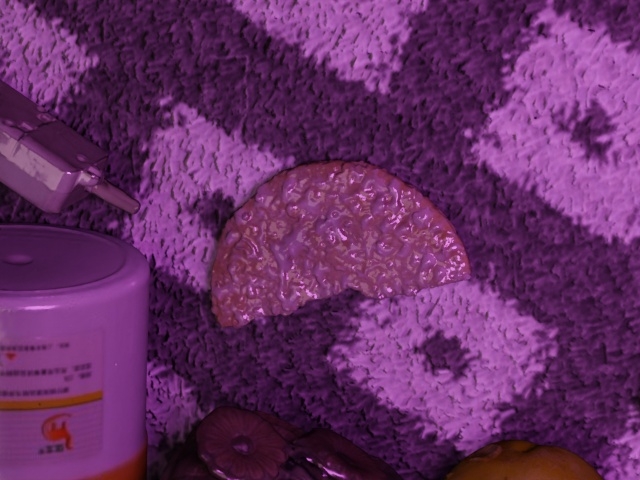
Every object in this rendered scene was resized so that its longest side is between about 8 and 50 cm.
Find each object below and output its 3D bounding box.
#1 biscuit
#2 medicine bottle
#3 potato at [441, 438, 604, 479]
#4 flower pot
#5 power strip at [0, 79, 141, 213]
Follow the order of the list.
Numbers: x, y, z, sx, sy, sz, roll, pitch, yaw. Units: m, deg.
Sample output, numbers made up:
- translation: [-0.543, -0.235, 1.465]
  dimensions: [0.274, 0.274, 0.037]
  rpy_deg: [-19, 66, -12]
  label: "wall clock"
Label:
- translation: [0.002, -0.004, 1.676]
  dimensions: [0.250, 0.032, 0.133]
  rpy_deg: [-11, 101, 22]
  label: "biscuit"
- translation: [-0.272, 0.123, 1.692]
  dimensions: [0.237, 0.238, 0.232]
  rpy_deg: [7, 108, 16]
  label: "medicine bottle"
- translation: [0.163, 0.290, 1.655]
  dimensions: [0.186, 0.148, 0.253]
  rpy_deg: [28, 108, -19]
  label: "potato"
- translation: [-0.046, 0.295, 1.644]
  dimensions: [0.213, 0.302, 0.302]
  rpy_deg: [14, 110, 7]
  label: "flower pot"
- translation: [-0.286, -0.100, 1.708]
  dimensions: [0.288, 0.093, 0.053]
  rpy_deg: [35, 110, 6]
  label: "power strip"
